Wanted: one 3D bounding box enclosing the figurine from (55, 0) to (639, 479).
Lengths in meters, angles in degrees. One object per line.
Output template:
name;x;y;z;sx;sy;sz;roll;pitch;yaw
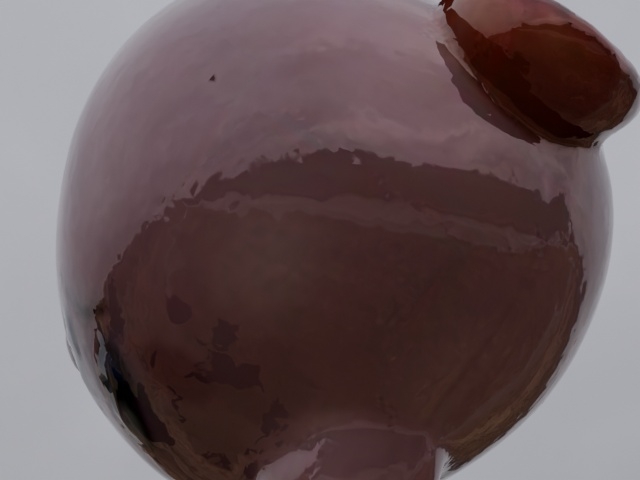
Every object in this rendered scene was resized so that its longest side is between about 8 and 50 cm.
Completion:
figurine;0.000;0.000;0.555;0.173;0.173;0.173;-5;-26;-2
